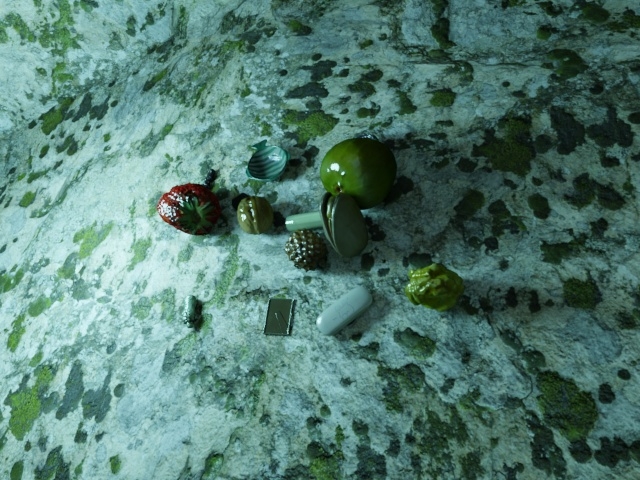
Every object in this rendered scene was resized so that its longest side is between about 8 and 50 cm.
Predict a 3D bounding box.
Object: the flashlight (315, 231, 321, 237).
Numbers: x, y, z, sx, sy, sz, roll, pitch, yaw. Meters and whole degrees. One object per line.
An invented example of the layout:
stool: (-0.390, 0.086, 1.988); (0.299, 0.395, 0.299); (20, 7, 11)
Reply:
flashlight: (0.000, 0.000, 1.760); (0.018, 0.018, 0.083); (-31, 60, 2)

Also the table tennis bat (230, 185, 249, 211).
table tennis bat: (-0.386, -0.199, 1.989); (0.087, 0.013, 0.156); (-34, 60, 0)

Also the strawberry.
strawberry: (-0.592, -0.158, 1.916); (0.238, 0.250, 0.288); (-46, 34, 0)

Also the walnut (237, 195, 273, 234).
walnut: (-0.281, -0.105, 1.834); (0.156, 0.155, 0.184); (-21, 55, 7)

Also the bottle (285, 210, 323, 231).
bottle: (-0.045, -0.082, 1.761); (0.202, 0.072, 0.072); (-7, 62, 30)

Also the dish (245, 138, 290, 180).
dish: (-0.242, -0.356, 1.982); (0.224, 0.078, 0.245); (-25, 60, 5)

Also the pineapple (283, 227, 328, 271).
pineapple: (-0.046, 0.049, 1.675); (0.193, 0.166, 0.166); (38, 81, 30)

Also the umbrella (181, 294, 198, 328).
umbrella: (-0.547, 0.299, 1.772); (0.067, 0.062, 0.143); (-1, 59, -16)

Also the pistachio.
pistachio: (0.082, -0.056, 1.619); (0.166, 0.288, 0.197); (0, 46, 40)

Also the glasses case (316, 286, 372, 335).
glasses case: (0.090, 0.262, 1.576); (0.234, 0.059, 0.092); (-36, 58, -3)

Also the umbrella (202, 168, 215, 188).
umbrella: (-0.554, -0.287, 2.073); (0.040, 0.037, 0.143); (-2, 61, 41)

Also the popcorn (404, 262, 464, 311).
popcorn: (0.396, 0.156, 1.464); (0.198, 0.197, 0.155); (3, 63, 19)

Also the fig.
fig: (0.170, -0.281, 1.702); (0.317, 0.316, 0.315); (-7, 63, 15)

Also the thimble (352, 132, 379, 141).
thimble: (0.196, -0.406, 1.857); (0.135, 0.090, 0.118); (18, 69, 27)

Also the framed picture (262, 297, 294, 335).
framed picture: (-0.166, 0.299, 1.670); (0.109, 0.011, 0.148); (-1, 65, 18)
